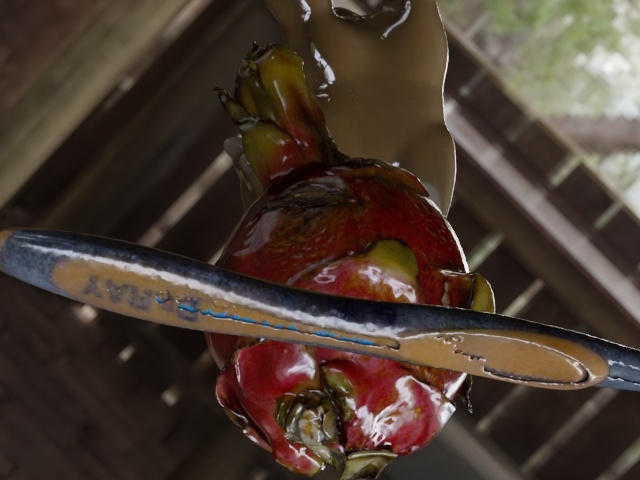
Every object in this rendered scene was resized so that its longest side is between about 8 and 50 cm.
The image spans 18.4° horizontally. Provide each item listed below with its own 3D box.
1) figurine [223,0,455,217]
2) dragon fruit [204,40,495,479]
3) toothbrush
[{"bbox_3d":[0.013,-0.077,1.547,0.173,0.177,0.247,153,-75,-66],"label":"figurine"},{"bbox_3d":[0.000,0.000,0.900,0.125,0.125,0.246,44,20,-53],"label":"dragon fruit"},{"bbox_3d":[0.054,0.035,0.631,0.321,0.023,0.031,13,25,-5],"label":"toothbrush"}]
